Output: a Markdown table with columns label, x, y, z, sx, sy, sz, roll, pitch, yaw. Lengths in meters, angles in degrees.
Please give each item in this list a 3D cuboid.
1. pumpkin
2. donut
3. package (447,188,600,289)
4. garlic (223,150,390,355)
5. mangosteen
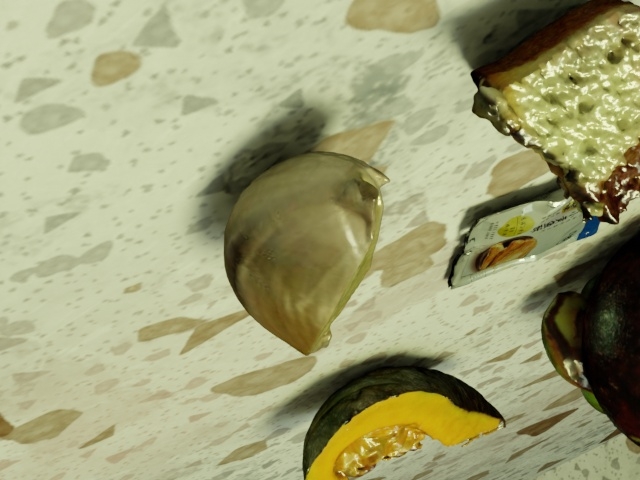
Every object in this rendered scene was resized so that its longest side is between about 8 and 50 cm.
| label | x | y | z | sx | sy | sz | roll | pitch | yaw |
| --- | --- | --- | --- | --- | --- | --- | --- | --- | --- |
| pumpkin | 0.088 | 0.185 | 1.354 | 0.278 | 0.111 | 0.163 | -18 | 144 | -18 |
| donut | 0.179 | -0.098 | 0.787 | 0.126 | 0.144 | 0.186 | -37 | 126 | 12 |
| package | 0.210 | -0.013 | 1.109 | 0.173 | 0.027 | 0.171 | -18 | 157 | -8 |
| garlic | -0.013 | -0.003 | 0.797 | 0.087 | 0.101 | 0.196 | -48 | 168 | -38 |
| mangosteen | 0.426 | 0.116 | 1.308 | 0.311 | 0.311 | 0.311 | -21 | 158 | -9 |
